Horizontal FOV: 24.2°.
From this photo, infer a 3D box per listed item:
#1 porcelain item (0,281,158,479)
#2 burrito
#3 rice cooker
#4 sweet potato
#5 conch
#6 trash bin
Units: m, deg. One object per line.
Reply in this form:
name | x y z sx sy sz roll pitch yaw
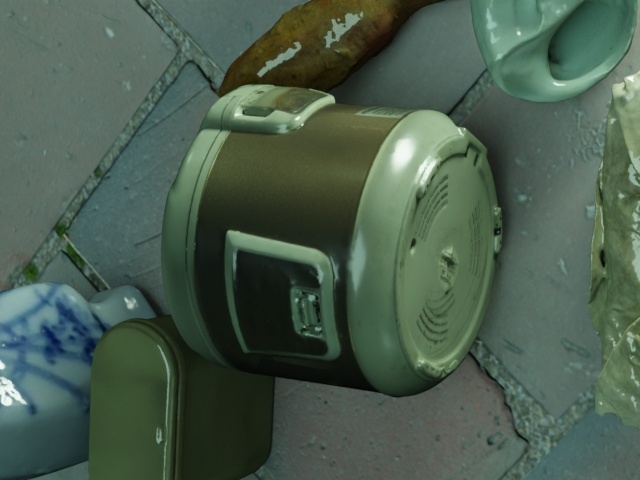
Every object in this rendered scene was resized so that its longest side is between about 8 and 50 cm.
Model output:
porcelain item | -0.361 0.171 1.811 0.178 0.405 0.242 -44 71 32
burrito | 0.343 0.006 1.597 0.117 0.076 0.392 5 98 30
rice cooker | 0.000 0.000 1.648 0.325 0.335 0.335 8 99 29
sweet potato | 0.050 -0.255 1.724 0.385 0.109 0.109 -29 81 15
conch | 0.251 -0.260 1.596 0.185 0.121 0.221 22 115 17
trash bin | -0.161 0.199 1.802 0.121 0.247 0.243 7 100 28
